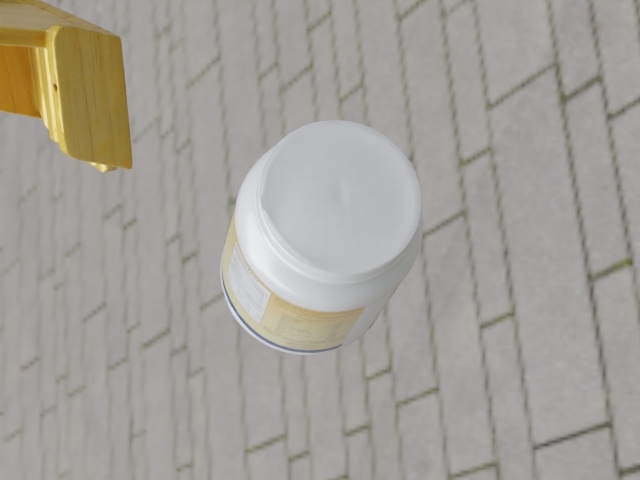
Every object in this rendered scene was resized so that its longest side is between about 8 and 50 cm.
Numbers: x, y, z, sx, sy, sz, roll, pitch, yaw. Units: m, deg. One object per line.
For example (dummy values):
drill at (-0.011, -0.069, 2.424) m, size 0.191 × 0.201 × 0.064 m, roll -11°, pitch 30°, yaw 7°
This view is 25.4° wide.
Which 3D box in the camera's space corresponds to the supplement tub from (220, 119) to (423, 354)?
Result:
supplement tub at (0.000, 0.000, 1.771) m, size 0.316 × 0.228 × 0.228 m, roll 115°, pitch 152°, yaw -68°

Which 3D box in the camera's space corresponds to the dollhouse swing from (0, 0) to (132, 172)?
dollhouse swing at (-0.523, -0.255, 2.286) m, size 0.347 × 0.305 × 0.315 m, roll 29°, pitch 129°, yaw 49°
